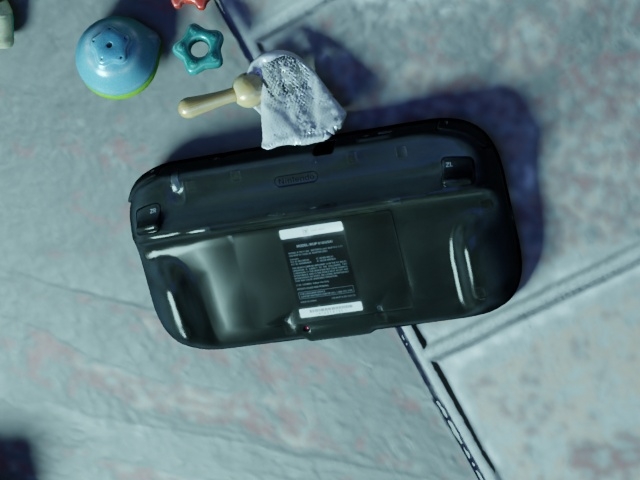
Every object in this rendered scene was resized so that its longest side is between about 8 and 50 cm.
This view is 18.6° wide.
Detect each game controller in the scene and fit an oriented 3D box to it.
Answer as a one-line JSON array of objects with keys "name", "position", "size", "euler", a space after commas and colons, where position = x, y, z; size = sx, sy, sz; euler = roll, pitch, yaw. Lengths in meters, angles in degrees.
[{"name": "game controller", "position": [0.000, 0.000, 1.581], "size": [0.319, 0.067, 0.166], "euler": [-8, 115, 19]}]

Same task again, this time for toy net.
[{"name": "toy net", "position": [-0.081, -0.147, 1.575], "size": [0.232, 0.045, 0.122], "euler": [22, 81, 8]}]

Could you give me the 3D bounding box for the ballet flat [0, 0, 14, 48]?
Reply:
[{"name": "ballet flat", "position": [-0.335, -0.169, 1.638], "size": [0.168, 0.057, 0.052], "euler": [-6, 111, 19]}]
